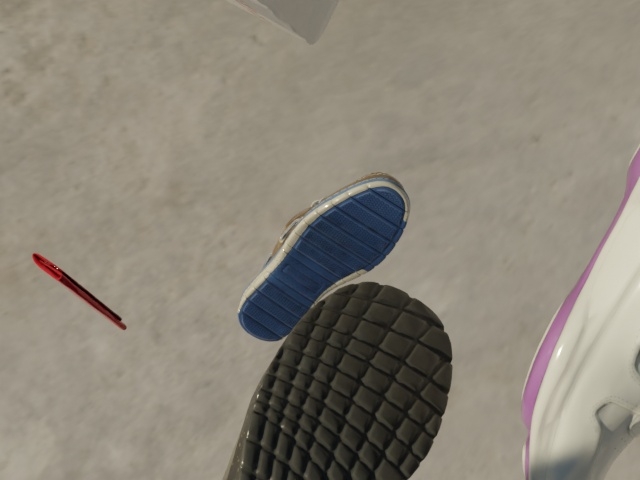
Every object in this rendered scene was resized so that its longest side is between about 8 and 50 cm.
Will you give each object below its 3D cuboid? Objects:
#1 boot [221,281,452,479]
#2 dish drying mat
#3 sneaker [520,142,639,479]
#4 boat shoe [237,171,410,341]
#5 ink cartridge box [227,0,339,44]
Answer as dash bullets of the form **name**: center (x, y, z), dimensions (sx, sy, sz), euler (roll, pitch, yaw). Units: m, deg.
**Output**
- **boot**: center (-0.046, 0.192, 1.041), dimensions (0.118, 0.338, 0.223), euler (35, 148, -4)
- **dish drying mat**: center (-0.153, 0.033, 1.014), dimensions (0.032, 0.083, 0.008), euler (30, 80, 33)
- **sneaker**: center (0.217, 0.047, 0.916), dimensions (0.152, 0.114, 0.305), euler (28, 108, 11)
- **boat shoe**: center (0.000, 0.000, 1.212), dimensions (0.066, 0.066, 0.183), euler (37, 124, -18)
- **ink cartridge box**: center (-0.127, -0.267, 1.048), dimensions (0.306, 0.226, 0.131), euler (28, 93, 13)
